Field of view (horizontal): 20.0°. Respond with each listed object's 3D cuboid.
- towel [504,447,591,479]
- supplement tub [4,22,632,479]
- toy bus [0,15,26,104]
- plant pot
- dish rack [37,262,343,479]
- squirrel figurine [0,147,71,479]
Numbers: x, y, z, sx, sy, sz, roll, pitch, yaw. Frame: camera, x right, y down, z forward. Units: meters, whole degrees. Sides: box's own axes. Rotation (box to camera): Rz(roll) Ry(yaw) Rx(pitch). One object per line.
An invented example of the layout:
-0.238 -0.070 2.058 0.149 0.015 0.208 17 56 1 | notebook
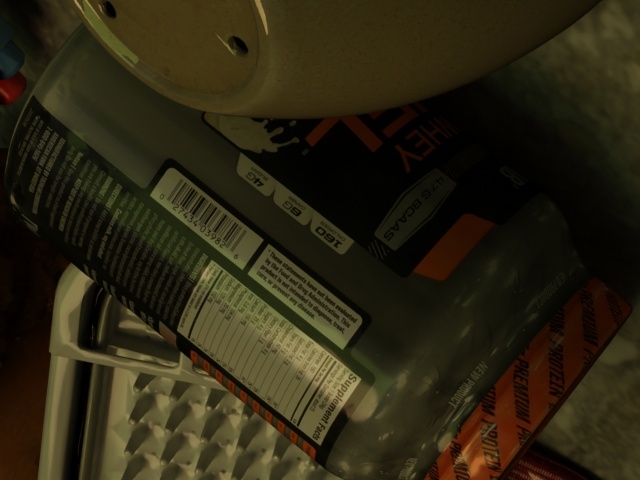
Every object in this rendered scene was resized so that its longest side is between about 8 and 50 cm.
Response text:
0.079 0.187 1.277 0.329 0.037 0.237 27 143 24 | towel
0.000 0.000 0.992 0.316 0.193 0.193 38 148 10 | supplement tub
-0.291 -0.136 1.156 0.211 0.220 0.149 49 152 -20 | toy bus
-0.015 -0.163 0.820 0.284 0.191 0.284 30 147 22 | plant pot
-0.040 0.157 1.188 0.286 0.072 0.332 13 115 5 | dish rack
-0.291 0.143 1.303 0.281 0.370 0.397 31 143 39 | squirrel figurine
